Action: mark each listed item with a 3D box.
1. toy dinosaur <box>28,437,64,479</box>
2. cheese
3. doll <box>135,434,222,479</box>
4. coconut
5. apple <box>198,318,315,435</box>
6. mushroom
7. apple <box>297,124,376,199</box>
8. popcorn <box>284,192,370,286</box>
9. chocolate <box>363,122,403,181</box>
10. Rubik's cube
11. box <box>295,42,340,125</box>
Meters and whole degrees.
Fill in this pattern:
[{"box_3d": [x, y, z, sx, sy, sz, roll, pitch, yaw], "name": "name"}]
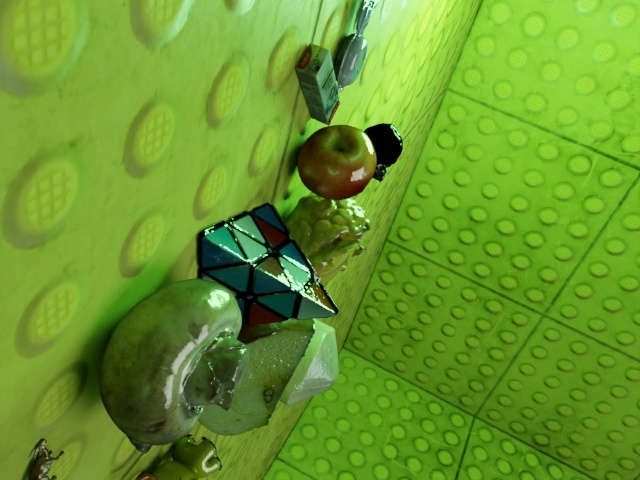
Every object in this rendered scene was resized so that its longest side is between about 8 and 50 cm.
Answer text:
[{"box_3d": [-0.362, 0.306, 0.782, 0.041, 0.026, 0.113, -15, 121, -67], "name": "toy dinosaur"}, {"box_3d": [0.067, -0.378, 1.172, 0.105, 0.042, 0.190, -47, 158, -61], "name": "cheese"}, {"box_3d": [-0.315, 0.517, 1.289, 0.221, 0.135, 0.143, -39, 121, -53], "name": "doll"}, {"box_3d": [-0.068, 0.307, 1.578, 0.239, 0.244, 0.239, -59, 167, -23], "name": "coconut"}, {"box_3d": [-0.143, 0.267, 1.278, 0.254, 0.179, 0.346, -38, 158, -55], "name": "apple"}, {"box_3d": [-0.201, 0.177, 0.854, 0.255, 0.184, 0.254, 17, 90, -90], "name": "mushroom"}, {"box_3d": [0.033, -0.155, 1.223, 0.163, 0.163, 0.139, -58, 170, -29], "name": "apple"}, {"box_3d": [0.000, 0.000, 1.353, 0.250, 0.190, 0.250, -51, -176, 5], "name": "popcorn"}, {"box_3d": [0.167, -0.244, 1.804, 0.343, 0.126, 0.148, 76, 3, -84], "name": "chocolate"}, {"box_3d": [-0.129, 0.032, 1.131, 0.250, 0.284, 0.234, -41, -150, 41], "name": "Rubik's cube"}, {"box_3d": [-0.001, -0.278, 1.094, 0.055, 0.040, 0.218, -64, 169, -6], "name": "box"}]
